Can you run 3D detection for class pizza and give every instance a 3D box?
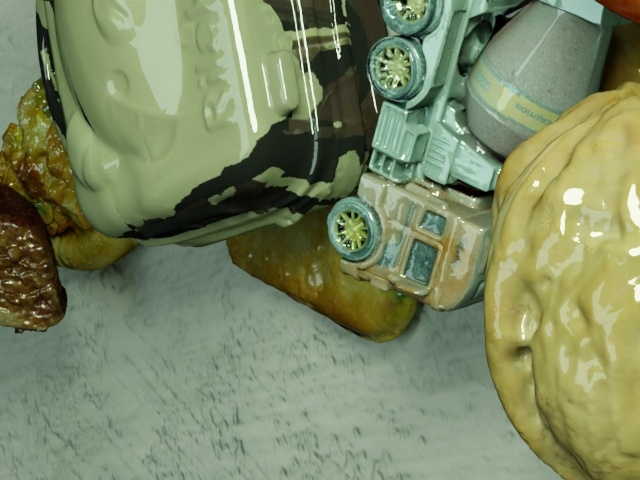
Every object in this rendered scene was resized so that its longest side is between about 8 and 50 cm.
[{"bbox_3d":[-0.254,-0.069,1.855,0.292,0.058,0.197,25,118,48],"label":"pizza"}]

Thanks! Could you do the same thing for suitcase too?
[{"bbox_3d":[-0.113,-0.166,1.510,0.339,0.194,0.351,-17,80,50],"label":"suitcase"}]

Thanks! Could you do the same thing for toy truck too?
[{"bbox_3d":[0.107,-0.076,1.246,0.140,0.108,0.257,28,114,31],"label":"toy truck"}]

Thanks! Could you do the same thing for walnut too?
[{"bbox_3d":[0.183,0.033,1.098,0.198,0.198,0.245,11,101,52],"label":"walnut"}]

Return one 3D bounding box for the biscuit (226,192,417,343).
[{"bbox_3d":[0.000,0.000,1.555,0.247,0.029,0.118,27,113,48],"label":"biscuit"}]

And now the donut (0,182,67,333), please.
[{"bbox_3d":[-0.316,0.007,1.834,0.186,0.144,0.126,-108,13,-65],"label":"donut"}]

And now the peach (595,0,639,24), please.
[{"bbox_3d":[0.198,-0.234,1.062,0.256,0.232,0.232,40,130,28],"label":"peach"}]

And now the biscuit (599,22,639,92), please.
[{"bbox_3d":[0.200,-0.010,1.260,0.355,0.052,0.275,52,132,34],"label":"biscuit"}]
